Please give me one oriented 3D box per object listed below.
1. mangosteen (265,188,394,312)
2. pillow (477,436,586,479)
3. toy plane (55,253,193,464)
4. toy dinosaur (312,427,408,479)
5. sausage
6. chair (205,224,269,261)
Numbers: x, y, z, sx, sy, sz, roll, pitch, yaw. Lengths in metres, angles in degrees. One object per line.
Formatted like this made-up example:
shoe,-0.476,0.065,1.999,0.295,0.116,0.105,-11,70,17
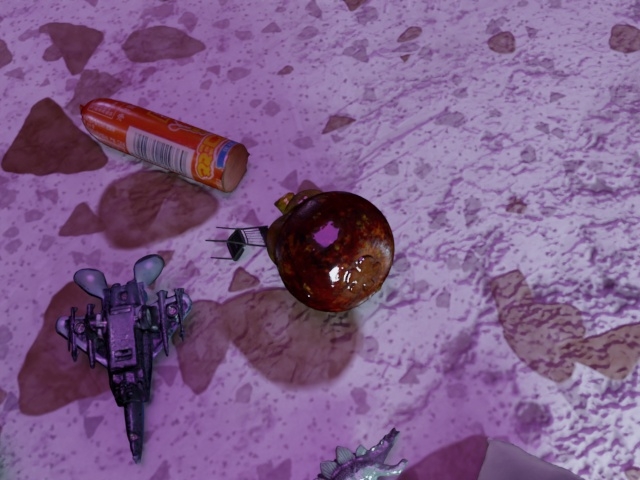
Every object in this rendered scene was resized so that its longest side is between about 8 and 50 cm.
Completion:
mangosteen,0.001,0.011,1.000,0.181,0.156,0.145,8,84,44
pillow,0.175,0.326,0.816,0.144,0.078,0.254,20,63,31
toy plane,-0.231,0.139,0.972,0.169,0.078,0.246,-10,59,0
toy dinosaur,0.021,0.285,0.878,0.082,0.039,0.209,27,67,20
sausage,-0.232,-0.142,1.147,0.274,0.074,0.074,21,64,19
chair,-0.105,0.004,1.069,0.086,0.042,0.037,1,52,-36
